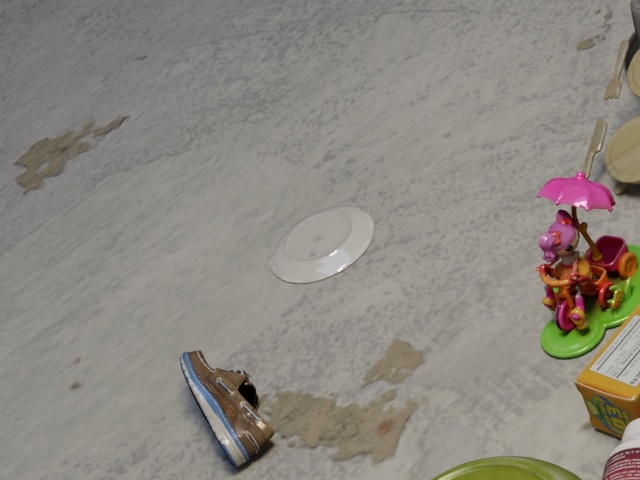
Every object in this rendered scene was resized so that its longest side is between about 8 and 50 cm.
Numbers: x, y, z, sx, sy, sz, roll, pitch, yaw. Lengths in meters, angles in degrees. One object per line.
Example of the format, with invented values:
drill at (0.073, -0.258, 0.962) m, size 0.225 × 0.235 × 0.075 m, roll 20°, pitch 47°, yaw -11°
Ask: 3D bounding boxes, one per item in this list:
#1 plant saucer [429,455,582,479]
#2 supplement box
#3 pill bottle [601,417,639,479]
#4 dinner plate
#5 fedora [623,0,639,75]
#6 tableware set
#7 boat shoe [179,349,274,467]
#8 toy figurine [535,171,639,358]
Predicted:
plant saucer at (0.152, 0.289, 1.598) m, size 0.241 × 0.037 × 0.241 m, roll -18°, pitch 36°, yaw 14°
supplement box at (0.355, 0.095, 1.674) m, size 0.233 × 0.078 × 0.080 m, roll -45°, pitch 41°, yaw -22°
pill bottle at (0.294, 0.236, 1.523) m, size 0.086 × 0.086 × 0.152 m, roll -7°, pitch 40°, yaw 28°
dinner plate at (0.000, 0.000, 2.098) m, size 0.141 × 0.017 × 0.141 m, roll -19°, pitch 36°, yaw 15°
fedora at (0.482, -0.272, 2.018) m, size 0.275 × 0.124 × 0.243 m, roll 17°, pitch 55°, yaw 46°
tableware set at (0.386, -0.146, 1.934) m, size 0.128 × 0.039 × 0.194 m, roll 2°, pitch 65°, yaw 42°
boat shoe at (-0.103, 0.182, 1.899) m, size 0.066 × 0.066 × 0.183 m, roll -27°, pitch 44°, yaw -7°
toy figurine at (0.267, 0.010, 1.770) m, size 0.130 × 0.159 × 0.173 m, roll 12°, pitch 52°, yaw 44°
